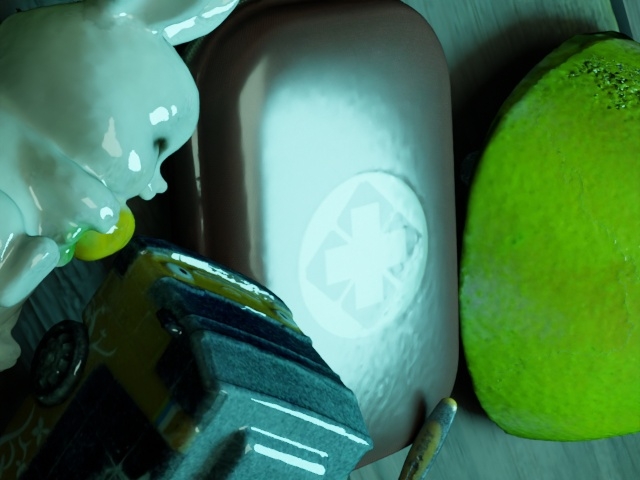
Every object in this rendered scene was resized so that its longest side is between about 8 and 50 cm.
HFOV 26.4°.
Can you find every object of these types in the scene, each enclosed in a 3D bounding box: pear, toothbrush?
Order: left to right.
[{"bbox_3d":[0.047,0.266,1.167,0.031,0.023,0.321,-21,138,-64],"label":"toothbrush"},{"bbox_3d":[0.298,0.015,1.259,0.399,0.165,0.399,-21,119,-45],"label":"pear"}]

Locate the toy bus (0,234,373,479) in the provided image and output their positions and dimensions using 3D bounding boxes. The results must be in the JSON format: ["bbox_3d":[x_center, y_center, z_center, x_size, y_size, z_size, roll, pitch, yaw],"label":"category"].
[{"bbox_3d":[-0.130,0.181,0.909,0.162,0.194,0.323,27,103,-39],"label":"toy bus"}]

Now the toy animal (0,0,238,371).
[{"bbox_3d":[-0.170,-0.070,0.865,0.154,0.208,0.325,31,89,0],"label":"toy animal"}]

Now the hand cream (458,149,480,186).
[{"bbox_3d":[0.211,-0.029,1.302,0.234,0.050,0.080,27,77,-45],"label":"hand cream"}]

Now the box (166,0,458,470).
[{"bbox_3d":[0.000,0.000,1.083,0.263,0.108,0.404,-16,111,-37],"label":"box"}]
